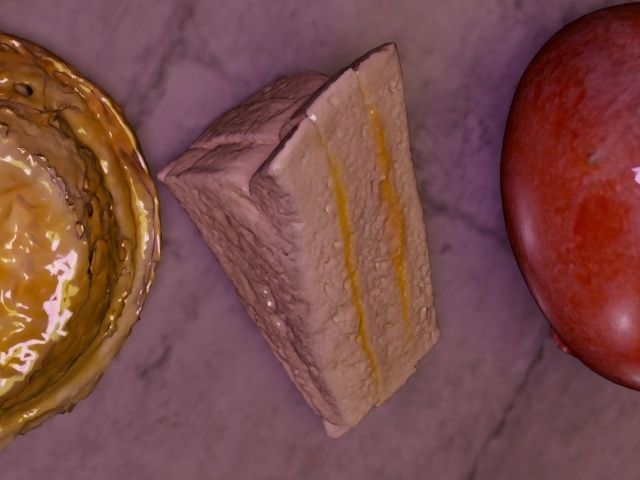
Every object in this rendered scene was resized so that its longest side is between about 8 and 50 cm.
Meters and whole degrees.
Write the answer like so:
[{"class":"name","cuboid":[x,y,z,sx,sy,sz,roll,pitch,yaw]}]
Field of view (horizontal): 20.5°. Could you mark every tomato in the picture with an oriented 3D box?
[{"class":"tomato","cuboid":[0.150,-0.024,0.732,0.167,0.167,0.167,-3,101,-17]}]

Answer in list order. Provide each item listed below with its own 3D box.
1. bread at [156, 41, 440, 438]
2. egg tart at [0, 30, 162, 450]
[{"class":"bread","cuboid":[0.015,0.005,0.717,0.077,0.105,0.152,-45,111,-27]},{"class":"egg tart","cuboid":[-0.151,0.006,0.690,0.191,0.074,0.191,-3,98,-18]}]
